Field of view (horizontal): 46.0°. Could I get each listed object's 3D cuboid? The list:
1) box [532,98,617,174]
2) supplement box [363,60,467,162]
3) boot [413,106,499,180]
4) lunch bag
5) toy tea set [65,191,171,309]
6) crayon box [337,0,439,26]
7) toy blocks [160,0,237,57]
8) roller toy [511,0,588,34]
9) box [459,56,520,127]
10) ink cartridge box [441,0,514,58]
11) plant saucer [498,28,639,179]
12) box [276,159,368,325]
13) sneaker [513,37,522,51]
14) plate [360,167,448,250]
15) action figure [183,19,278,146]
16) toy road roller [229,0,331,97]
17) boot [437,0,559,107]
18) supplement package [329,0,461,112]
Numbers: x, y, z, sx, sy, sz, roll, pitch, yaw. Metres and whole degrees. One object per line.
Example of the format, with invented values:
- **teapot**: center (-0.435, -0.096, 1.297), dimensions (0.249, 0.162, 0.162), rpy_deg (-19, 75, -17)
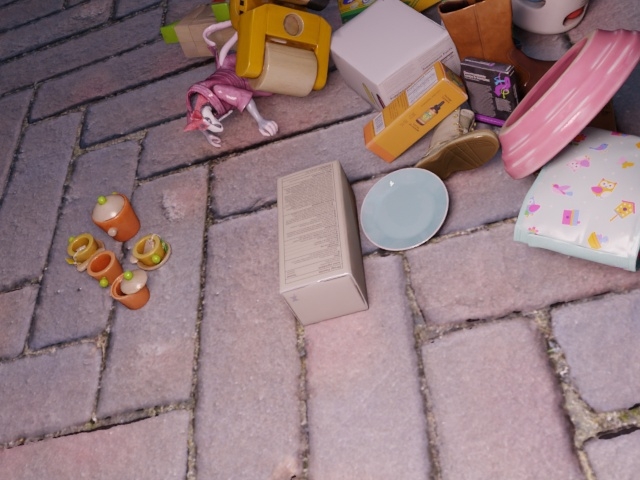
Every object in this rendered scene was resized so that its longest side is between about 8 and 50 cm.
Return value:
- **box**: center (0.510, -0.220, 1.524), dimensions (0.165, 0.021, 0.201), rpy_deg (-7, 50, 21)
- **supplement box**: center (0.198, -0.272, 1.609), dimensions (0.233, 0.078, 0.080), rpy_deg (-37, 37, 32)
- **boot**: center (0.291, -0.214, 1.543), dimensions (0.213, 0.077, 0.165), rpy_deg (-25, 31, 51)
- **lunch bag**: center (0.486, -0.061, 1.305), dimensions (0.224, 0.160, 0.262), rpy_deg (18, 56, 35)
- **toy tea set**: center (-0.466, 0.012, 1.710), dimensions (0.200, 0.124, 0.336), rpy_deg (-44, 47, -15)
- **crayon box**: center (0.203, -0.659, 1.963), dimensions (0.323, 0.083, 0.203), rpy_deg (-25, 41, 16)
- **toy blocks**: center (-0.222, -0.634, 2.142), dimensions (0.382, 0.190, 0.260), rpy_deg (1, 41, 25)
- **roller toy**: center (0.520, -0.577, 1.709), dimensions (0.210, 0.146, 0.191), rpy_deg (1, 53, -1)
- **box**: center (0.359, -0.303, 1.568), dimensions (0.116, 0.162, 0.029), rpy_deg (23, 64, 38)
- **ink cartridge box**: center (0.379, -0.511, 1.816), dimensions (0.171, 0.056, 0.235), rpy_deg (-8, 47, 19)
- **plant saucer**: center (0.439, -0.260, 1.373), dimensions (0.084, 0.332, 0.332), rpy_deg (40, 70, 0)
- **box**: center (0.000, 0.000, 1.504), dimensions (0.148, 0.121, 0.311), rpy_deg (-15, 47, 13)
- **sneaker**: center (0.369, -0.435, 1.726), dimensions (0.083, 0.087, 0.221), rpy_deg (-31, 47, -12)
- **plate**: center (0.171, -0.061, 1.526), dimensions (0.188, 0.024, 0.188), rpy_deg (-12, 60, 23)
- **action figure**: center (-0.222, -0.375, 1.822), dimensions (0.248, 0.275, 0.370), rpy_deg (-11, 23, 31)
- **toy road roller**: center (-0.114, -0.507, 1.806), dimensions (0.241, 0.203, 0.329), rpy_deg (4, 90, 60)
- **boot**: center (0.402, -0.409, 1.556), dimensions (0.264, 0.280, 0.096), rpy_deg (-3, 51, 23)
- **supplement package**: center (0.170, -0.425, 1.767), dimensions (0.204, 0.145, 0.262), rpy_deg (-37, 45, -3)
